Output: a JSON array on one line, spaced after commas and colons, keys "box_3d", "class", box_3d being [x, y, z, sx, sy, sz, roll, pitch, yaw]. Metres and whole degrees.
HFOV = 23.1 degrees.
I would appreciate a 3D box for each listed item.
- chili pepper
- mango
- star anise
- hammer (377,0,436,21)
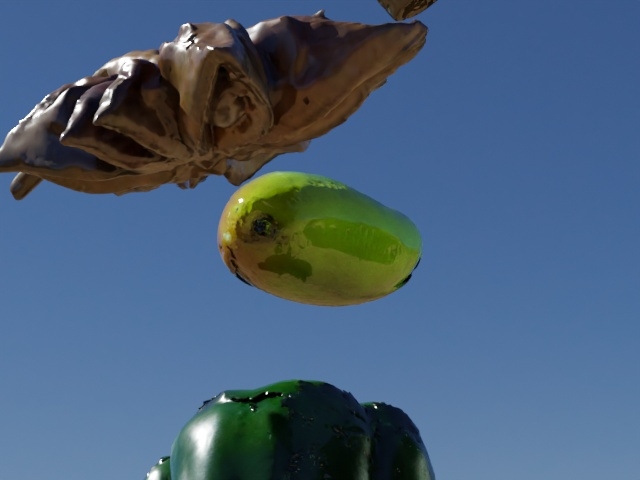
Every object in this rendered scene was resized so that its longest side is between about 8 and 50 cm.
[{"box_3d": [-0.026, 0.251, 1.192, 0.233, 0.256, 0.248, 9, -39, -12], "class": "chili pepper"}, {"box_3d": [0.000, 0.000, 1.324, 0.125, 0.111, 0.233, 28, 13, 31], "class": "mango"}, {"box_3d": [-0.096, -0.096, 1.127, 0.292, 0.109, 0.349, -3, -11, -18], "class": "star anise"}, {"box_3d": [-0.069, -0.239, 0.743, 0.111, 0.365, 0.043, -37, -17, -13], "class": "hammer"}]
